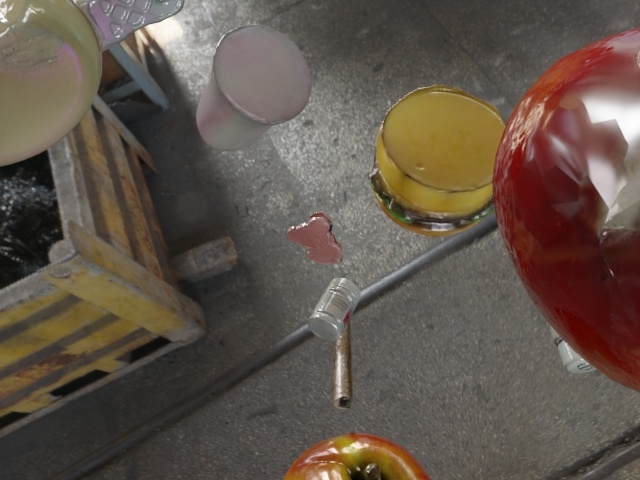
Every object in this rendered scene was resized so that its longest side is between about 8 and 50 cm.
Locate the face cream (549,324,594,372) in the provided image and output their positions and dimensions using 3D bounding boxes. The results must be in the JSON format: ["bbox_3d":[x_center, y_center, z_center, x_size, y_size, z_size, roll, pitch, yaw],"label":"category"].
[{"bbox_3d":[0.565,0.149,1.320,0.089,0.143,0.314,-27,46,30],"label":"face cream"}]

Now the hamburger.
[{"bbox_3d":[0.329,-0.196,1.587,0.395,0.277,0.396,0,61,0],"label":"hamburger"}]

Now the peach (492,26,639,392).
[{"bbox_3d":[0.269,-0.025,0.440,0.281,0.338,0.281,1,102,4],"label":"peach"}]

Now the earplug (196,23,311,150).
[{"bbox_3d":[-0.153,-0.245,1.058,0.172,0.301,0.172,5,77,-24],"label":"earplug"}]

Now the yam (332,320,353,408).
[{"bbox_3d":[0.048,0.218,1.265,0.045,0.045,0.327,-20,40,19],"label":"yam"}]

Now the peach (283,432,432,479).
[{"bbox_3d":[0.053,0.423,0.805,0.281,0.238,0.281,12,114,28],"label":"peach"}]

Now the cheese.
[{"bbox_3d":[-0.252,-0.180,0.522,0.286,0.163,0.082,-39,60,-16],"label":"cheese"}]

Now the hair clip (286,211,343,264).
[{"bbox_3d":[-0.005,0.004,1.407,0.123,0.102,0.138,-13,99,30],"label":"hair clip"}]

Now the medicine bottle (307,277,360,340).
[{"bbox_3d":[0.023,0.111,0.921,0.058,0.058,0.091,14,47,21],"label":"medicine bottle"}]
